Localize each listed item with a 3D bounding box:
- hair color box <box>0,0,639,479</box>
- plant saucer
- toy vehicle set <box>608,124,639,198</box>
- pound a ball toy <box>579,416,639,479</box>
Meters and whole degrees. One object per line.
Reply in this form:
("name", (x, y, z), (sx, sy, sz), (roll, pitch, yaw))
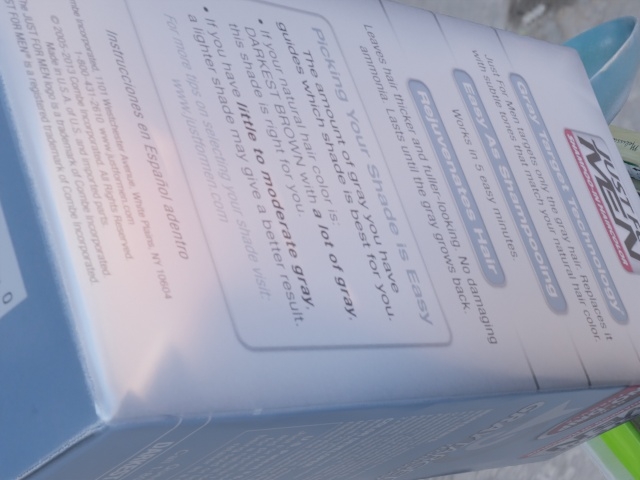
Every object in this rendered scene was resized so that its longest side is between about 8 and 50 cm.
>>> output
("hair color box", (0.000, 0.000, 0.579), (0.113, 0.374, 0.185), (-35, 66, 35))
("plant saucer", (0.107, -0.054, 1.045), (0.317, 0.317, 0.044), (-39, 99, -12))
("toy vehicle set", (0.358, -0.066, 1.632), (0.267, 0.166, 0.035), (23, 70, 42))
("pound a ball toy", (0.365, 0.169, 1.259), (0.136, 0.208, 0.319), (-15, 50, -31))
